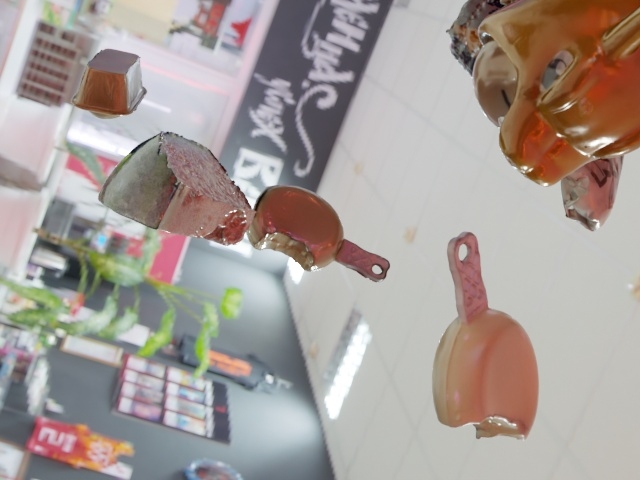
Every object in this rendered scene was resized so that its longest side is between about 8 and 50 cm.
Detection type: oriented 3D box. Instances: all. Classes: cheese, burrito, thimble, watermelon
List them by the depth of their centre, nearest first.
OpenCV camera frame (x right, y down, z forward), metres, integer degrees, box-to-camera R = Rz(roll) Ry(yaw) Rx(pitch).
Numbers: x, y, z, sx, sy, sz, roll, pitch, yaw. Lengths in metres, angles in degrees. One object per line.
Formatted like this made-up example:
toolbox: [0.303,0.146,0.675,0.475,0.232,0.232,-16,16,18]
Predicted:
cheese: [0.193,0.115,1.118,0.071,0.163,0.248,2,-89,43]
watermelon: [-0.200,-0.074,1.445,0.148,0.226,0.318,-63,-169,1]
thimble: [0.359,-0.379,1.790,0.150,0.237,0.237,51,-46,24]
burrito: [0.530,-0.233,1.827,0.101,0.139,0.445,-14,-131,50]
cheese: [0.000,0.000,1.843,0.163,0.286,0.082,-61,179,-33]

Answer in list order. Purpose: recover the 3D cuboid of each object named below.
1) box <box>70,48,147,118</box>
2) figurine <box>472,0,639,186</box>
box: [-0.359,-0.263,1.663,0.177,0.111,0.111,-82,-165,-63]
figurine: [0.328,-0.284,1.180,0.387,0.268,0.401,-92,-169,-48]
